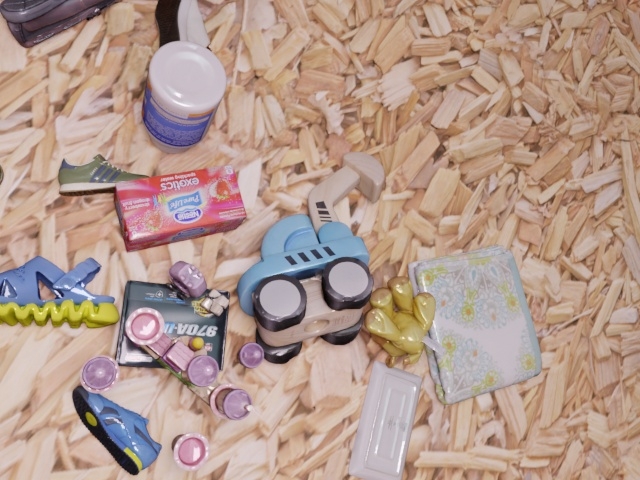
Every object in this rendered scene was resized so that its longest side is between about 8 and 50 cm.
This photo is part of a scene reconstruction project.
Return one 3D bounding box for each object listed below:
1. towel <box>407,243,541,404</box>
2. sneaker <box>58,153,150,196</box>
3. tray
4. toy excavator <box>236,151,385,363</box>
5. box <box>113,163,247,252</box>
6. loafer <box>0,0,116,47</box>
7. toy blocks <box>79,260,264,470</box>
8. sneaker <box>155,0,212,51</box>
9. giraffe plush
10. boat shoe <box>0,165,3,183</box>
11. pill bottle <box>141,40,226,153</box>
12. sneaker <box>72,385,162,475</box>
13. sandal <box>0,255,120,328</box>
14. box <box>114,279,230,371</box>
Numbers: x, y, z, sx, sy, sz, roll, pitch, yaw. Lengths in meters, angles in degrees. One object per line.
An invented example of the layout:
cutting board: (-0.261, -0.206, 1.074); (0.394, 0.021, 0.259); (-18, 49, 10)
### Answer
towel: (0.409, 0.210, 1.420); (0.320, 0.090, 0.375); (-8, 79, -21)
sneaker: (-0.464, -0.147, 1.155); (0.192, 0.064, 0.086); (-6, 83, -21)
tray: (0.165, 0.439, 1.284); (0.145, 0.030, 0.271); (23, 68, -17)
toy excavator: (0.000, 0.000, 1.237); (0.432, 0.222, 0.445); (-14, 58, -13)
box: (-0.306, -0.071, 1.170); (0.256, 0.122, 0.128); (-13, 82, -25)
loafer: (-0.569, -0.536, 1.219); (0.109, 0.095, 0.302); (36, 56, 23)
toy blocks: (-0.236, 0.216, 0.987); (0.288, 0.260, 0.309); (43, 64, -8)
sneaker: (-0.330, -0.520, 1.315); (0.123, 0.105, 0.290); (28, 51, -52)
giraffe plush: (0.187, 0.212, 1.282); (0.181, 0.170, 0.210); (-34, 79, -22)
boat shoe: (-0.775, -0.139, 1.000); (0.307, 0.104, 0.111); (0, 76, -23)
pill bottle: (-0.302, -0.289, 1.147); (0.152, 0.272, 0.153); (6, 74, -22)
sneaker: (-0.399, 0.359, 1.054); (0.209, 0.069, 0.082); (48, 40, 0)
sandal: (-0.553, 0.094, 1.031); (0.317, 0.126, 0.138); (8, 69, -29)
box: (-0.312, 0.184, 1.138); (0.220, 0.051, 0.175); (10, 72, -21)
